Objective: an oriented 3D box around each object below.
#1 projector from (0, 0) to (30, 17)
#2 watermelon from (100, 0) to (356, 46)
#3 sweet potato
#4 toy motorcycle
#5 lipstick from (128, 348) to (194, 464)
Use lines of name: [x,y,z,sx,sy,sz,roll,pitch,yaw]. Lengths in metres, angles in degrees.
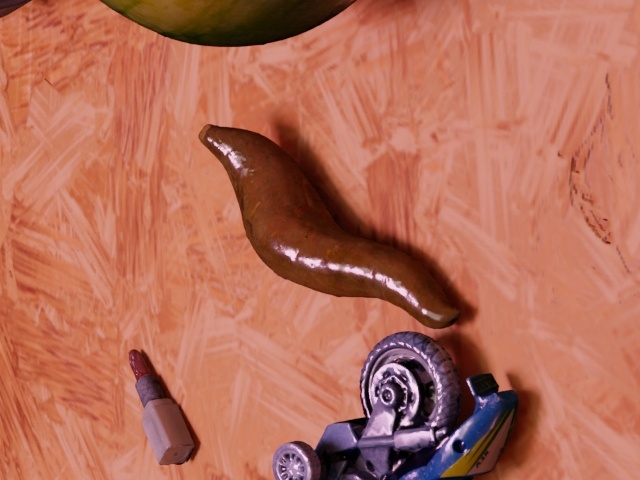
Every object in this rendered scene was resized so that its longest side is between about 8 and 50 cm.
projector: [-0.286,-0.310,1.328,0.249,0.248,0.248,-15,84,54]
watermelon: [-0.057,-0.235,1.039,0.242,0.242,0.242,12,105,52]
sweet potato: [0.000,0.003,1.155,0.249,0.059,0.069,41,114,38]
toy motorcycle: [0.040,0.177,1.103,0.135,0.092,0.254,41,118,31]
lipstick: [-0.131,0.128,1.379,0.107,0.025,0.025,61,139,35]
